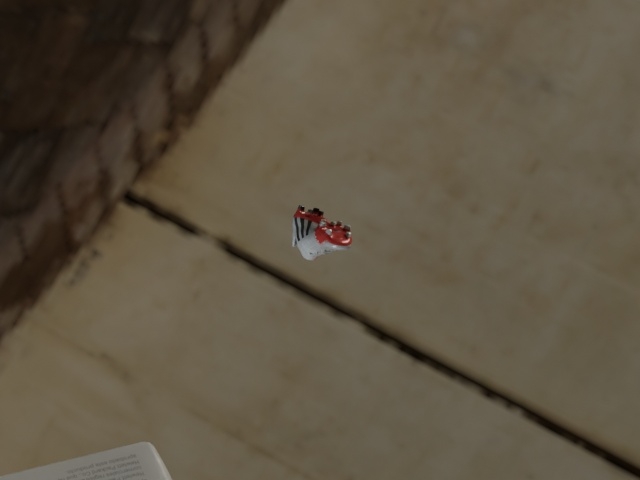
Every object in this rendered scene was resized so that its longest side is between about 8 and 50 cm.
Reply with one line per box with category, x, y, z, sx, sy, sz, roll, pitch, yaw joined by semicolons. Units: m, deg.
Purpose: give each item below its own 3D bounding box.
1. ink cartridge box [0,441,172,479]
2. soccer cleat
ink cartridge box;-0.084;0.183;0.633;0.134;0.231;0.078;-12;129;-17
soccer cleat;0.000;0.000;1.354;0.029;0.083;0.035;7;103;-26
